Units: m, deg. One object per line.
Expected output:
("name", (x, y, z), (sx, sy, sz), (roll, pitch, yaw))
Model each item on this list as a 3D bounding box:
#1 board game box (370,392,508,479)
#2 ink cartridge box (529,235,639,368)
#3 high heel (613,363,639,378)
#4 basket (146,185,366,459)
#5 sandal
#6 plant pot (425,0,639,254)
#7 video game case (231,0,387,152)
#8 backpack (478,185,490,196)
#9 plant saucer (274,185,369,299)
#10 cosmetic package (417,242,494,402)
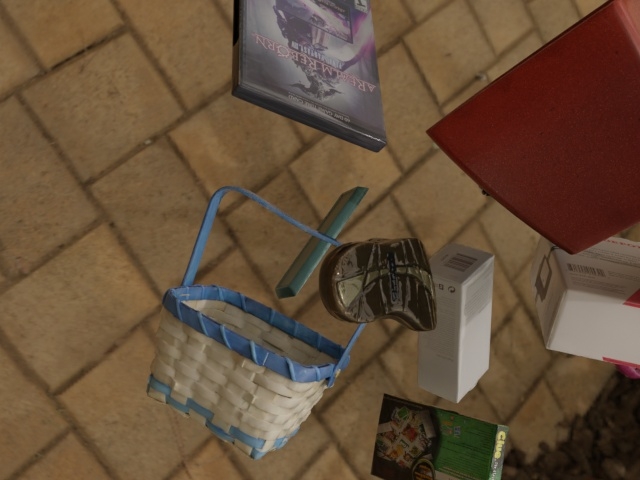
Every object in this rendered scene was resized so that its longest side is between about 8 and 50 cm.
("board game box", (0.172, 0.320, 1.224), (0.030, 0.259, 0.136), (17, 82, -32))
("ink cartridge box", (0.410, 0.077, 1.180), (0.172, 0.237, 0.100), (12, 114, 3))
("high heel", (0.533, 0.187, 1.519), (0.244, 0.117, 0.082), (27, 66, -21))
("basket", (-0.080, 0.103, 1.036), (0.289, 0.255, 0.201), (-65, 163, 13))
("sandal", (0.049, 0.043, 0.732), (0.219, 0.060, 0.090), (2, 83, -59))
("plant pot", (0.340, -0.143, 1.009), (0.236, 0.267, 0.267), (55, 38, -2))
("video game case", (-0.015, -0.245, 0.981), (0.196, 0.026, 0.274), (18, 49, -28))
("backpack", (0.339, -0.143, 1.300), (0.158, 0.173, 0.117), (8, 61, -59))
("plant saucer", (0.000, 0.000, 1.131), (0.018, 0.067, 0.192), (41, 68, -13))
("cosmetic package", (0.219, 0.133, 1.319), (0.117, 0.085, 0.231), (-32, 130, -45))
